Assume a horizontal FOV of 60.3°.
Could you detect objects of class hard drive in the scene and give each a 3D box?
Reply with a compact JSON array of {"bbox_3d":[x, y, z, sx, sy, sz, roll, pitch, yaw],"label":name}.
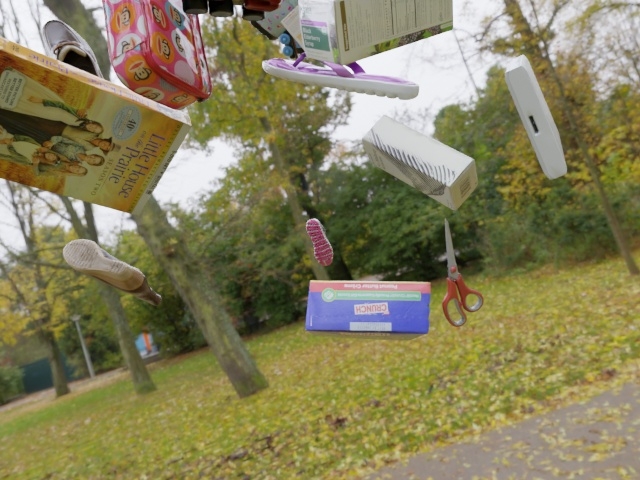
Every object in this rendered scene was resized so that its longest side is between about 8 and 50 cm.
[{"bbox_3d":[0.476,-0.287,1.222,0.047,0.233,0.353,-22,12,27],"label":"hard drive"}]

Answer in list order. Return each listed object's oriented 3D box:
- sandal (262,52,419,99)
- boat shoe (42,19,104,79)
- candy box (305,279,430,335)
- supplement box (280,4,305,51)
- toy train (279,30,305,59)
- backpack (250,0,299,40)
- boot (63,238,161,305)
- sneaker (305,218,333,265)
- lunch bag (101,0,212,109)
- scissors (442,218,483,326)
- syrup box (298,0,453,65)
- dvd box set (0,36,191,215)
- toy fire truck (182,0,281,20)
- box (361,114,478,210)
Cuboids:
[{"bbox_3d":[0.058,-0.453,1.451,0.417,0.102,0.169,11,21,2],"label":"sandal"},{"bbox_3d":[-0.727,-0.539,1.637,0.123,0.342,0.123,-26,-12,-20],"label":"boat shoe"},{"bbox_3d":[0.108,0.174,1.327,0.268,0.122,0.317,2,-11,2],"label":"candy box"},{"bbox_3d":[-0.026,-0.424,1.116,0.062,0.098,0.036,-39,14,11],"label":"supplement box"},{"bbox_3d":[-0.100,-0.774,2.077,0.105,0.184,0.080,-3,43,12],"label":"toy train"},{"bbox_3d":[-0.128,-0.701,1.667,0.152,0.115,0.182,32,-38,-29],"label":"backpack"},{"bbox_3d":[-0.584,0.100,1.550,0.249,0.090,0.207,20,-25,22],"label":"boot"},{"bbox_3d":[0.000,0.000,1.821,0.063,0.170,0.075,-19,16,10],"label":"sneaker"},{"bbox_3d":[-0.345,-0.441,1.216,0.120,0.293,0.258,-18,-13,22],"label":"lunch bag"},{"bbox_3d":[0.312,0.088,1.321,0.109,0.297,0.021,-32,30,-3],"label":"scissors"},{"bbox_3d":[0.090,-0.351,0.853,0.237,0.096,0.093,-27,36,-26],"label":"syrup box"},{"bbox_3d":[-0.553,-0.232,1.253,0.421,0.062,0.307,18,-56,-37],"label":"dvd box set"},{"bbox_3d":[-0.165,-0.573,1.150,0.217,0.158,0.246,-7,10,-33],"label":"toy fire truck"},{"bbox_3d":[0.236,-0.190,1.326,0.094,0.275,0.113,-48,-34,-10],"label":"box"}]
